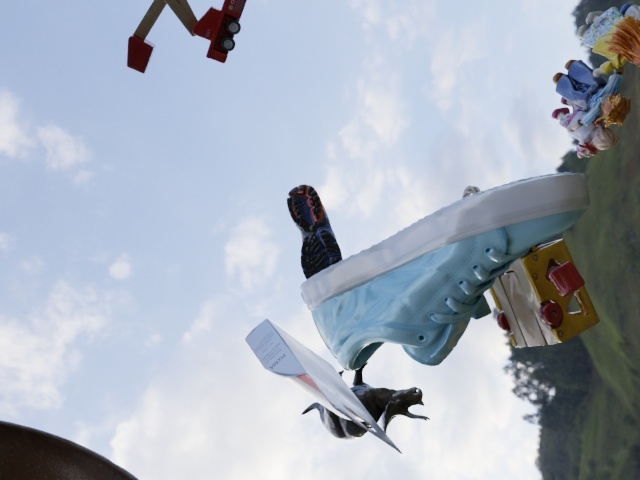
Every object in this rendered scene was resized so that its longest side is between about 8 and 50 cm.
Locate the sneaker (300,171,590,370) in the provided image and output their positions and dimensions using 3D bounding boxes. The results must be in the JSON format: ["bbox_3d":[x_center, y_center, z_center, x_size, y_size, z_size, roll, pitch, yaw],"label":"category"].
[{"bbox_3d":[0.138,0.051,0.668,0.135,0.366,0.150,-14,-101,-46],"label":"sneaker"}]

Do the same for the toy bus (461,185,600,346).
[{"bbox_3d":[0.275,0.037,0.793,0.105,0.191,0.202,-20,-50,-24],"label":"toy bus"}]

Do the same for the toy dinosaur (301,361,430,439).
[{"bbox_3d":[0.056,0.356,1.280,0.121,0.314,0.160,-3,-114,-56],"label":"toy dinosaur"}]

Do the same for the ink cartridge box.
[{"bbox_3d":[0.000,0.234,0.933,0.066,0.232,0.189,-45,-52,3],"label":"ink cartridge box"}]

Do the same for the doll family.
[{"bbox_3d":[0.440,-0.254,0.942,0.119,0.163,0.262,12,-59,-24],"label":"doll family"}]

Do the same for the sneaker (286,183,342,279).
[{"bbox_3d":[0.000,0.000,1.188,0.087,0.083,0.221,35,-139,-71],"label":"sneaker"}]

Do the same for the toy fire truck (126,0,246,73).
[{"bbox_3d":[-0.176,-0.308,0.832,0.135,0.047,0.192,18,-73,-16],"label":"toy fire truck"}]

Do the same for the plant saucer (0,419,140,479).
[{"bbox_3d":[-0.181,0.200,0.263,0.311,0.311,0.050,6,-64,-47],"label":"plant saucer"}]
